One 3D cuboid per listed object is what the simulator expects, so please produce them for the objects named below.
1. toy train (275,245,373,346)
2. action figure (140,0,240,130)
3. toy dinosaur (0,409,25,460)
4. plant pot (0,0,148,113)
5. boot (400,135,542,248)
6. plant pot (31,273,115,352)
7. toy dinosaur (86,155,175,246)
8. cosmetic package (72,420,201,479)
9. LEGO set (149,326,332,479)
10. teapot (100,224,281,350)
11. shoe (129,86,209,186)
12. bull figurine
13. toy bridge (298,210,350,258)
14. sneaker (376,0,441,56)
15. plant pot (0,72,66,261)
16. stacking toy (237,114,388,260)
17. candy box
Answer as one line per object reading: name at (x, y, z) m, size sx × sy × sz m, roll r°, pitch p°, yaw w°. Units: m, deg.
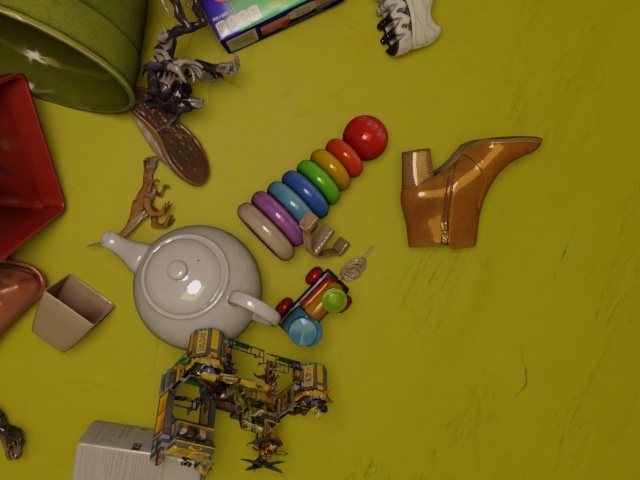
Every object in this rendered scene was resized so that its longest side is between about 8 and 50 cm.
toy train at (0.024, 0.100, 1.144) m, size 0.105 × 0.143 × 0.248 m, roll 45°, pitch 88°, yaw -7°
action figure at (-0.228, -0.312, 1.014) m, size 0.140 × 0.164 × 0.276 m, roll 18°, pitch 123°, yaw 13°
toy dinosaur at (-0.682, 0.332, 1.129) m, size 0.118 × 0.064 × 0.268 m, roll -41°, pitch 92°, yaw -10°
plant pot at (-0.437, -0.454, 0.989) m, size 0.366 × 0.366 × 0.353 m, roll 17°, pitch 80°, yaw -6°
boot at (0.307, -0.094, 1.193) m, size 0.294 × 0.104 × 0.212 m, roll -9°, pitch 99°, yaw 0°
plant pot at (-0.477, 0.145, 1.120) m, size 0.109 × 0.109 × 0.096 m, roll 37°, pitch 102°, yaw -7°
toy dinosaur at (-0.347, -0.057, 1.149) m, size 0.112 × 0.064 × 0.212 m, roll 22°, pitch 82°, yaw 13°
cosmetic package at (-0.341, 0.419, 1.138) m, size 0.230 × 0.117 × 0.086 m, roll 9°, pitch 94°, yaw -7°
LEGO set at (-0.143, 0.317, 1.048) m, size 0.331 × 0.192 × 0.255 m, roll 31°, pitch 129°, yaw -32°
teapot at (-0.226, 0.077, 1.064) m, size 0.255 × 0.187 × 0.253 m, roll -20°, pitch 73°, yaw -4°
shoe at (-0.293, -0.198, 1.145) m, size 0.076 × 0.058 × 0.219 m, roll -40°, pitch 100°, yaw -23°
bull figurine at (-0.659, 0.146, 1.088) m, size 0.188 × 0.101 × 0.310 m, roll 43°, pitch 74°, yaw -5°
toy bridge at (0.000, 0.000, 1.124) m, size 0.026 × 0.188 × 0.063 m, roll 38°, pitch 91°, yaw 28°
sneaker at (0.157, -0.514, 1.152) m, size 0.118 × 0.110 × 0.292 m, roll -16°, pitch 103°, yaw -12°
plant pot at (-0.637, -0.115, 0.988) m, size 0.235 × 0.267 × 0.268 m, roll 3°, pitch 121°, yaw 13°
stacking toy at (0.000, -0.120, 1.142) m, size 0.330 × 0.141 × 0.141 m, roll -45°, pitch 96°, yaw -6°
candy box at (-0.129, -0.559, 1.100) m, size 0.268 × 0.122 × 0.317 m, roll -25°, pitch 93°, yaw 1°
